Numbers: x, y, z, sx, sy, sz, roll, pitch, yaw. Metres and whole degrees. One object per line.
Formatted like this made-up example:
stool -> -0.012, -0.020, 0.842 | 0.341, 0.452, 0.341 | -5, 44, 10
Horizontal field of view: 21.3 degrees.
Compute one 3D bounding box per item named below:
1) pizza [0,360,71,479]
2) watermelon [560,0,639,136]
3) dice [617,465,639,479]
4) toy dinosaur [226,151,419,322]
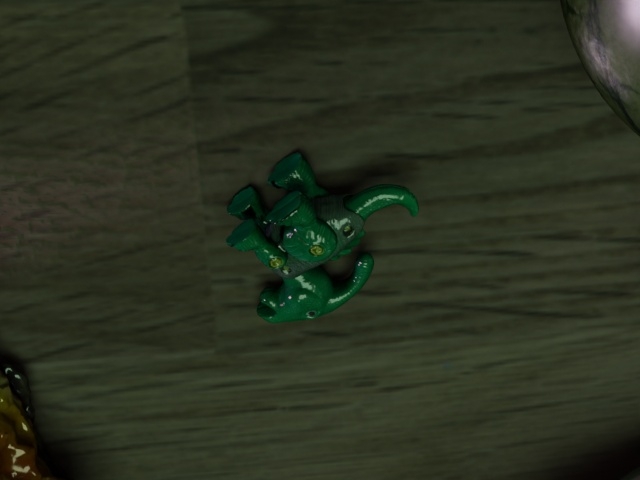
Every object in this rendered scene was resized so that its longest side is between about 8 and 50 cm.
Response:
pizza -> -0.275, 0.207, 1.112 | 0.277, 0.114, 0.409 | 24, 118, -10
watermelon -> 0.242, -0.144, 0.866 | 0.242, 0.242, 0.242 | -1, 120, -3
dice -> 0.319, 0.321, 1.083 | 0.322, 0.330, 0.318 | -15, 124, 5
toy dinosaur -> 0.000, 0.000, 1.040 | 0.132, 0.059, 0.096 | -30, 126, 22
